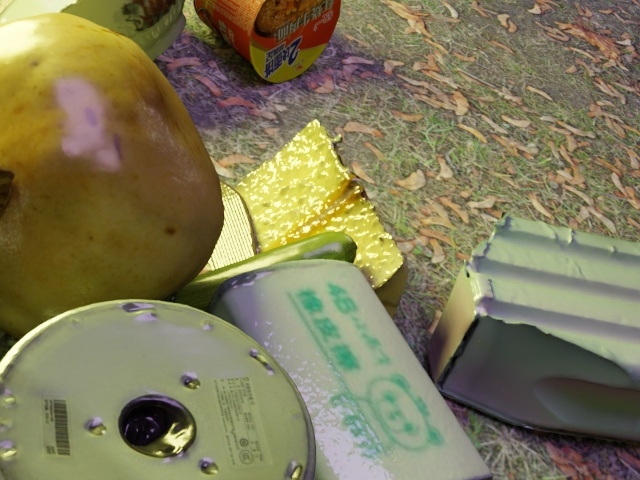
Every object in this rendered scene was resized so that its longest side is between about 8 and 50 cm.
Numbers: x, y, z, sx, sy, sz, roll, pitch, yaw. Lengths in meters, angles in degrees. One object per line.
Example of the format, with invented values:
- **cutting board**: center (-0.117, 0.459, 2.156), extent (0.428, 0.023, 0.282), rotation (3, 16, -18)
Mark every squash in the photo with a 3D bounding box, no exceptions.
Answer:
- **squash**: center (-0.075, 0.051, 1.003), extent (0.252, 0.066, 0.066), rotation (-19, 49, -2)

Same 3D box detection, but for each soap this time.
- **soap**: center (0.360, 0.119, 1.129), extent (0.446, 0.156, 0.261), rotation (11, 41, -17)

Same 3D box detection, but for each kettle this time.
- **kettle**: center (-0.167, 0.227, 0.605), extent (0.205, 0.318, 0.265), rotation (43, 43, 20)

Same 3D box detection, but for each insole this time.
- **insole**: center (-0.119, 0.005, 1.098), extent (0.086, 0.005, 0.253), rotation (-21, 53, -7)

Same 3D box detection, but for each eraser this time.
- **eraser**: center (0.024, 0.157, 0.885), extent (0.189, 0.104, 0.290), rotation (-4, 50, -40)

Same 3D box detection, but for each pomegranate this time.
- **pomegranate**: center (-0.254, -0.056, 0.876), extent (0.333, 0.332, 0.332), rotation (14, 40, -13)

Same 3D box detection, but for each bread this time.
- **bread**: center (0.000, 0.000, 1.112), extent (0.178, 0.142, 0.266), rotation (-29, 54, 2)

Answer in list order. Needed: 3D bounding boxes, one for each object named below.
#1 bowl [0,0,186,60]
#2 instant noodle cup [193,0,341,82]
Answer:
- **bowl**: center (-0.298, -0.339, 1.257), extent (0.157, 0.337, 0.337), rotation (52, 26, -32)
- **instant noodle cup**: center (-0.096, -0.396, 1.446), extent (0.174, 0.213, 0.213), rotation (37, 40, 26)
